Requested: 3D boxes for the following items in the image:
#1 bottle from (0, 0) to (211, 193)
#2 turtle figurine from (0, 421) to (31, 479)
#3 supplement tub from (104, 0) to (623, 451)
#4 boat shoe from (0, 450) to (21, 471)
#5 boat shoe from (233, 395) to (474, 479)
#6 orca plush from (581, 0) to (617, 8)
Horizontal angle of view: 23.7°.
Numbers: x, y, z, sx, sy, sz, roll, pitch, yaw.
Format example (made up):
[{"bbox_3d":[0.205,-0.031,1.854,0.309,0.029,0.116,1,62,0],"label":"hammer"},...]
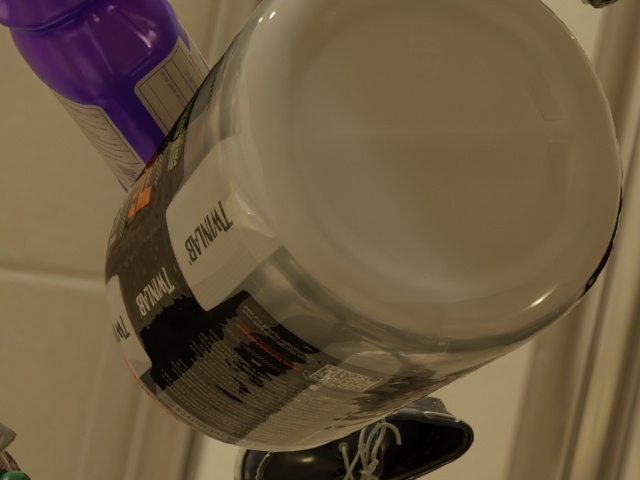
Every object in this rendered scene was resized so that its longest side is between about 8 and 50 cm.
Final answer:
[{"bbox_3d":[-0.132,-0.121,0.949,0.118,0.092,0.283,40,-12,43],"label":"bottle"},{"bbox_3d":[-0.155,0.120,0.436,0.175,0.118,0.234,-11,45,-37],"label":"turtle figurine"},{"bbox_3d":[0.000,0.000,0.785,0.194,0.193,0.316,11,-21,-17],"label":"supplement tub"},{"bbox_3d":[-0.347,0.236,0.997,0.355,0.132,0.130,-22,-15,3],"label":"boat shoe"},{"bbox_3d":[0.035,0.193,1.382,0.255,0.095,0.079,-2,15,-44],"label":"boat shoe"},{"bbox_3d":[0.189,-0.293,0.959,0.102,0.287,0.151,-11,-26,14],"label":"orca plush"}]
